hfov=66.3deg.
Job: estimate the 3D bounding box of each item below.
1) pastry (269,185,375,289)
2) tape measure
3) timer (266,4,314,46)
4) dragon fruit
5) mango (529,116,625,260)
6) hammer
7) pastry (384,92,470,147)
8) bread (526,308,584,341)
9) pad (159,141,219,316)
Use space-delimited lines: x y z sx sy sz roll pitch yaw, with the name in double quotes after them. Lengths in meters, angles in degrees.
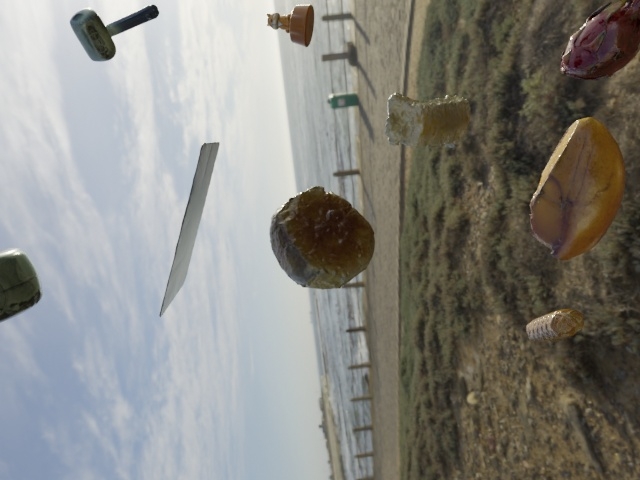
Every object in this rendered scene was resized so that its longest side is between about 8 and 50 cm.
0.000 0.000 0.896 0.192 0.182 0.093 49 147 19 "pastry"
-0.723 0.105 0.996 0.275 0.256 0.147 -70 -33 -77 "tape measure"
-0.108 -0.727 1.639 0.132 0.152 0.132 11 -90 -84 "timer"
0.429 -0.309 0.697 0.094 0.094 0.190 -99 29 -42 "dragon fruit"
0.636 -0.132 1.222 0.201 0.199 0.350 -101 14 -62 "mango"
-0.462 -0.495 1.124 0.069 0.194 0.116 55 168 34 "hammer"
0.239 -0.262 1.064 0.089 0.258 0.121 10 105 41 "pastry"
0.391 0.144 0.824 0.157 0.052 0.044 73 172 -74 "bread"
-0.121 -0.016 0.461 0.112 0.003 0.157 -108 34 -78 "pad"
